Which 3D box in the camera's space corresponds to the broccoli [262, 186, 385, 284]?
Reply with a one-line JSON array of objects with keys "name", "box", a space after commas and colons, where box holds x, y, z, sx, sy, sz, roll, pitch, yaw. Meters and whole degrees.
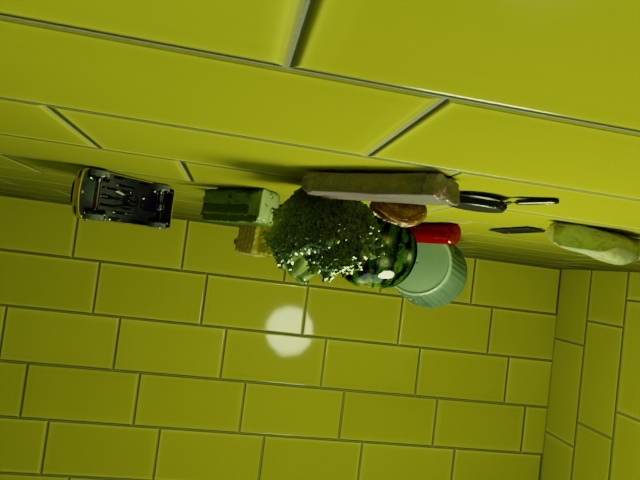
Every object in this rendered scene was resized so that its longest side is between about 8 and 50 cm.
[{"name": "broccoli", "box": [0.007, -0.018, 1.217, 0.288, 0.235, 0.260, 16, 168, -25]}]

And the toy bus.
[{"name": "toy bus", "box": [-0.590, -0.116, 1.555, 0.151, 0.145, 0.331, 7, 179, 32]}]

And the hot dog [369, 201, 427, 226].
[{"name": "hot dog", "box": [0.195, -0.070, 1.339, 0.147, 0.065, 0.099, 6, -173, -11]}]

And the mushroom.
[{"name": "mushroom", "box": [0.741, 0.009, 1.410, 0.333, 0.087, 0.107, 11, 176, -30]}]

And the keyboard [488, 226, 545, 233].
[{"name": "keyboard", "box": [0.606, -0.031, 1.647, 0.067, 0.011, 0.202, 10, 177, -15]}]

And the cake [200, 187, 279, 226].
[{"name": "cake", "box": [-0.244, -0.099, 1.487, 0.235, 0.100, 0.099, 6, 175, 14]}]

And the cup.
[{"name": "cup", "box": [0.382, 0.106, 2.172, 0.400, 0.310, 0.392, 4, 171, 21]}]

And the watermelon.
[{"name": "watermelon", "box": [0.171, 0.033, 1.669, 0.268, 0.269, 0.269, 7, 177, 0]}]

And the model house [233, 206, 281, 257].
[{"name": "model house", "box": [-0.190, -0.032, 1.861, 0.234, 0.194, 0.175, 9, 178, 11]}]

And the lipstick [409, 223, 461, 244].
[{"name": "lipstick", "box": [0.359, -0.025, 1.817, 0.073, 0.073, 0.279, 9, 177, -31]}]

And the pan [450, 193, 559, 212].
[{"name": "pan", "box": [0.372, -0.076, 1.109, 0.235, 0.028, 0.136, 5, 177, 36]}]

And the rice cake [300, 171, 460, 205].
[{"name": "rice cake", "box": [0.109, -0.102, 1.020, 0.297, 0.050, 0.106, 6, 178, 32]}]
